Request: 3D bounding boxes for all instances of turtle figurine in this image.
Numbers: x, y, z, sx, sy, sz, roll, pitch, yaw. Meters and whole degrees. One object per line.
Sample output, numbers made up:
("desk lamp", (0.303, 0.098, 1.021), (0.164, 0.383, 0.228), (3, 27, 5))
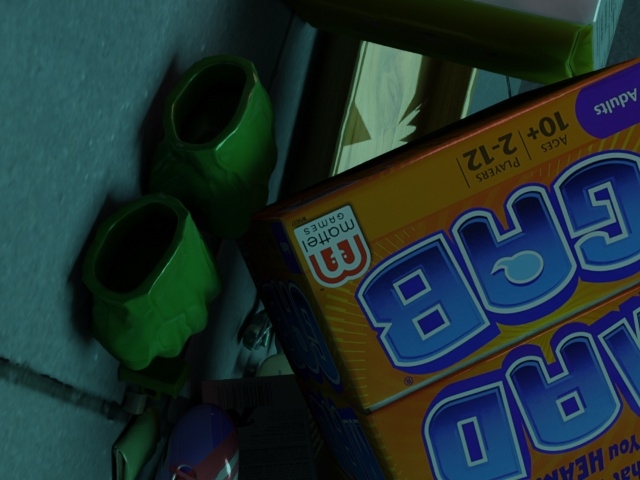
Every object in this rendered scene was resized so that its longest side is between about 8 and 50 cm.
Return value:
("turtle figurine", (-0.003, 0.083, 1.787), (0.234, 0.175, 0.118), (88, 2, -74))

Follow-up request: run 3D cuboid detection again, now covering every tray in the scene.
("tray", (0.096, -0.216, 1.807), (0.202, 0.076, 0.411), (7, 100, -42))

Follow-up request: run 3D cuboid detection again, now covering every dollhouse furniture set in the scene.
("dollhouse furniture set", (-0.154, 0.170, 1.419), (0.076, 0.058, 0.152), (-59, 159, -50))

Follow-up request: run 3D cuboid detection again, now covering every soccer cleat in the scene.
("soccer cleat", (-0.149, 0.275, 1.457), (0.248, 0.083, 0.095), (-65, 166, 14))

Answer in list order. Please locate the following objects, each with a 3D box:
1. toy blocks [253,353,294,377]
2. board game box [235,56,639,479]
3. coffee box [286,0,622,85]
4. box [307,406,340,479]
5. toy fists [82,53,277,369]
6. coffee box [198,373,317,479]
("toy blocks", (-0.072, 0.201, 1.813), (0.123, 0.054, 0.148), (-61, 180, -14))
("board game box", (0.162, 0.071, 1.458), (0.356, 0.356, 0.356), (66, -10, -4))
("coffee box", (0.151, -0.362, 1.491), (0.338, 0.337, 0.334), (24, 81, -78))
("box", (0.003, 0.314, 1.852), (0.168, 0.203, 0.167), (-55, 141, -54))
("toy fists", (-0.117, -0.021, 1.295), (0.142, 0.096, 0.279), (70, 38, -55))
("coffee box", (-0.058, 0.309, 1.586), (0.168, 0.118, 0.297), (92, -9, -46))
